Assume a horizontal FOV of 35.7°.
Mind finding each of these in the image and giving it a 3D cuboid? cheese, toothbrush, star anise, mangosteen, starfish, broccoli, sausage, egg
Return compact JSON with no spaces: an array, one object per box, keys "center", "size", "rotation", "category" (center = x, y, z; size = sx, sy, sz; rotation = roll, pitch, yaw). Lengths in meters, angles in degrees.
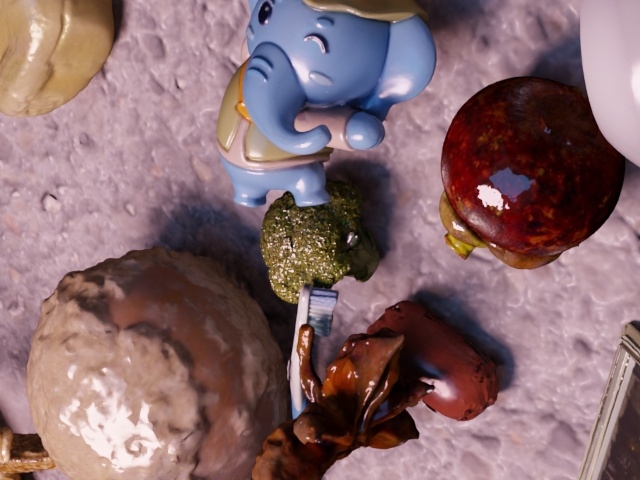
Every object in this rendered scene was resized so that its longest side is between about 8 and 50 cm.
[{"center":[-0.326,-0.250,1.057],"size":[0.226,0.117,0.214],"rotation":[-40,79,41],"category":"cheese"},{"center":[-0.020,0.185,1.024],"size":[0.040,0.040,0.386],"rotation":[27,135,21],"category":"toothbrush"},{"center":[0.012,0.170,0.916],"size":[0.111,0.196,0.212],"rotation":[37,88,34],"category":"star anise"},{"center":[0.171,-0.046,0.818],"size":[0.145,0.156,0.181],"rotation":[1,142,6],"category":"mangosteen"},{"center":[-0.393,0.223,1.157],"size":[0.327,0.375,0.094],"rotation":[14,89,40],"category":"starfish"},{"center":[0.000,0.000,0.954],"size":[0.120,0.130,0.131],"rotation":[30,114,-25],"category":"broccoli"},{"center":[0.107,0.117,0.953],"size":[0.141,0.076,0.076],"rotation":[38,124,14],"category":"sausage"},{"center":[-0.166,0.153,1.028],"size":[0.279,0.279,0.310],"rotation":[0,127,32],"category":"egg"}]

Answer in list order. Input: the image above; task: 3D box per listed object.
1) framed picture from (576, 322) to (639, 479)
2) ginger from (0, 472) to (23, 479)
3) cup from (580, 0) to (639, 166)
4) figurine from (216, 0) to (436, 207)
[{"center":[0.291,0.239,0.797],"size":[0.296,0.019,0.232],"rotation":[-123,37,-58],"category":"framed picture"},{"center":[-0.518,0.234,1.365],"size":[0.363,0.122,0.348],"rotation":[41,134,25],"category":"ginger"},{"center":[0.338,-0.141,0.617],"size":[0.317,0.212,0.212],"rotation":[-1,108,33],"category":"cup"},{"center":[0.001,-0.141,0.857],"size":[0.180,0.153,0.262],"rotation":[35,117,55],"category":"figurine"}]
